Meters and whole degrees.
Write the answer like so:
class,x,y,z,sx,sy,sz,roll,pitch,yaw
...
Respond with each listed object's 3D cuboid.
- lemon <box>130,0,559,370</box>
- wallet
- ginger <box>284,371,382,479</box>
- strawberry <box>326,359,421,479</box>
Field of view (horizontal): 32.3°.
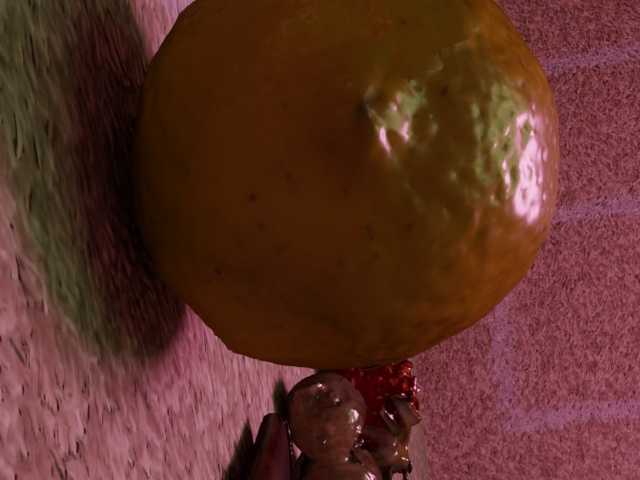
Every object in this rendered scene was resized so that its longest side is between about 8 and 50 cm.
class,x,y,z,sx,sy,sz,roll,pitch,yaw
lemon,0.013,-0.047,0.657,0.310,0.253,0.253,42,41,-82
wallet,-0.040,0.225,0.753,0.255,0.031,0.137,-67,148,-76
ginger,0.017,0.221,1.005,0.104,0.080,0.204,3,76,-88
strawberry,0.037,0.181,1.272,0.208,0.087,0.167,-133,-133,-56
